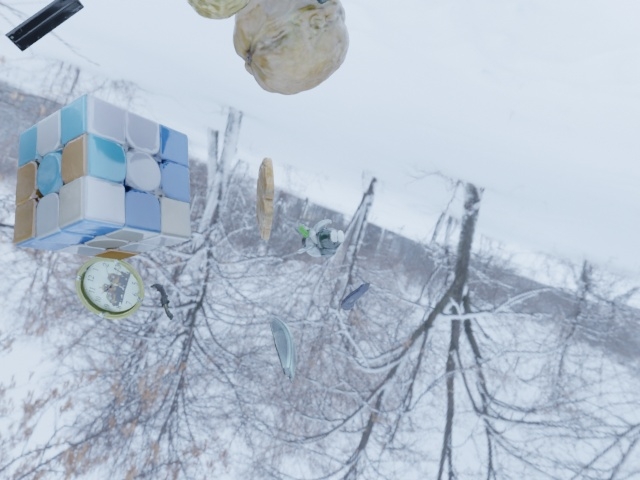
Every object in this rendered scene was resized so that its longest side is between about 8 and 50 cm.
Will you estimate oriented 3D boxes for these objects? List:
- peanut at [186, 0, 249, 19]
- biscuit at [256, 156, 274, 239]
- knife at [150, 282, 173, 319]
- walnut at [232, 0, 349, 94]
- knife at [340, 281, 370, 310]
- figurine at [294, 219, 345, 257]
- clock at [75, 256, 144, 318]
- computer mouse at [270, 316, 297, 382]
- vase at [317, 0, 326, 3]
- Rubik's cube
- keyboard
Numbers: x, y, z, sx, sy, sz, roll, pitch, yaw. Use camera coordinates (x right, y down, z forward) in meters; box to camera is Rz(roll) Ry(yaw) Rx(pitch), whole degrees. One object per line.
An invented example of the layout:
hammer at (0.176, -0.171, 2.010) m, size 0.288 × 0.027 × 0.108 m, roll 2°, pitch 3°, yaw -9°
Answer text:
peanut at (-0.162, -0.452, 0.768) m, size 0.149 × 0.149 × 0.313 m, roll 17°, pitch -178°, yaw -12°
biscuit at (-0.220, -0.161, 1.850) m, size 0.051 × 0.270 × 0.376 m, roll 0°, pitch 147°, yaw -12°
knife at (-0.568, 0.216, 1.754) m, size 0.222 × 0.045 × 0.021 m, roll 42°, pitch 166°, yaw 43°
walnut at (-0.073, -0.590, 1.391) m, size 0.344 × 0.306 × 0.306 m, roll -35°, pitch -144°, yaw -30°
knife at (0.085, 0.136, 1.165) m, size 0.031 × 0.018 × 0.121 m, roll 26°, pitch 137°, yaw -15°
figurine at (0.000, 0.000, 1.604) m, size 0.147 × 0.126 × 0.192 m, roll -8°, pitch 172°, yaw -36°
clock at (-0.706, 0.154, 1.634) m, size 0.236 × 0.237 × 0.057 m, roll 18°, pitch -160°, yaw -5°
computer mouse at (-0.116, 0.367, 1.644) m, size 0.071 × 0.231 × 0.126 m, roll -15°, pitch 152°, yaw -10°
vase at (0.073, -0.676, 1.187) m, size 0.086 × 0.214 × 0.086 m, roll 60°, pitch -178°, yaw -3°
Rubik's cube at (-0.613, -0.153, 1.379) m, size 0.344 × 0.347 × 0.347 m, roll -13°, pitch 166°, yaw 32°
keyboard at (-0.712, -0.570, 1.247) m, size 0.011 × 0.202 × 0.067 m, roll 49°, pitch 174°, yaw 15°
